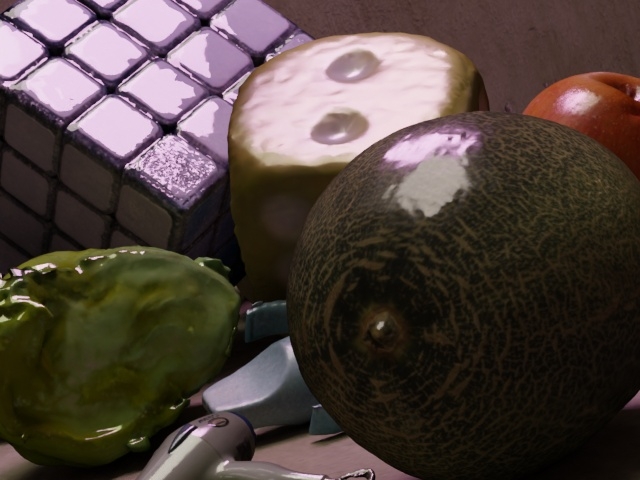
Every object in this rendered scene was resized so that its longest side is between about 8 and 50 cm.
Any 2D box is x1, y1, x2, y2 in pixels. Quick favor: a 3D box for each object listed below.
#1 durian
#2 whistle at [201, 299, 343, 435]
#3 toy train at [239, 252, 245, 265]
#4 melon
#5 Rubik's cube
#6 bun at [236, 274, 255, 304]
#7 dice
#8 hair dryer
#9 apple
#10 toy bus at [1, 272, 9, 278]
[{"bbox_3d":[-0.202,0.108,1.544,0.256,0.204,0.340,-12,-8,-13],"label":"durian"},{"bbox_3d":[0.027,0.106,1.457,0.274,0.093,0.186,-19,31,-15],"label":"whistle"},{"bbox_3d":[0.041,-0.020,1.990,0.238,0.167,0.299,-48,-12,26],"label":"toy train"},{"bbox_3d":[0.115,0.035,1.113,0.249,0.248,0.329,-12,2,28],"label":"melon"},{"bbox_3d":[-0.215,-0.112,1.951,0.337,0.344,0.344,-45,-16,-38],"label":"Rubik's cube"},{"bbox_3d":[0.000,0.000,2.246,0.259,0.160,0.259,-12,7,1],"label":"bun"},{"bbox_3d":[0.046,-0.047,1.587,0.227,0.238,0.233,-2,41,14],"label":"dice"},{"bbox_3d":[-0.068,0.191,1.168,0.167,0.067,0.199,-30,28,-34],"label":"hair dryer"},{"bbox_3d":[0.289,-0.083,1.621,0.201,0.162,0.201,4,29,-2],"label":"apple"},{"bbox_3d":[-0.405,0.130,1.888,0.288,0.175,0.138,-11,-9,37],"label":"toy bus"}]
